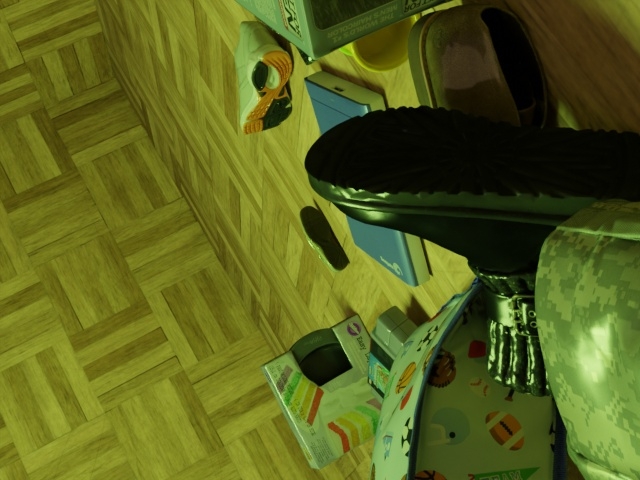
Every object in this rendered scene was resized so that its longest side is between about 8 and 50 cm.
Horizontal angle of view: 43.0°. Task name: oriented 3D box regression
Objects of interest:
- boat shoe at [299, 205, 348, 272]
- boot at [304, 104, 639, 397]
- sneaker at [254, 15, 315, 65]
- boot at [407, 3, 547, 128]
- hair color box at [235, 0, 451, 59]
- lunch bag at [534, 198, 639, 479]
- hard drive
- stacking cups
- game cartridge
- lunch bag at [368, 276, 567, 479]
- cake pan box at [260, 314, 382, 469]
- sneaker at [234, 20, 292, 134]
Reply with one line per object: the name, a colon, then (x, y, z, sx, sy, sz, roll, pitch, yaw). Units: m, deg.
boat shoe: (0.002, 0.000, 1.691, 0.153, 0.056, 0.048, 54, 160, 3)
boot: (0.159, 0.019, 0.796, 0.347, 0.131, 0.260, 12, 136, 25)
sneaker: (-0.062, -0.347, 1.257, 0.178, 0.077, 0.072, 62, 166, 2)
boot: (0.184, -0.092, 0.837, 0.115, 0.112, 0.306, 7, 121, 60)
hair color box: (-0.026, -0.349, 0.921, 0.374, 0.185, 0.114, 47, 158, 45)
lunch bag: (0.293, 0.090, 0.527, 0.256, 0.212, 0.305, 57, 167, -13)
hard drive: (0.074, -0.099, 1.298, 0.210, 0.040, 0.319, 39, 152, 56)
stacking cups: (0.018, -0.312, 1.063, 0.316, 0.096, 0.096, 51, 162, 53)
game cartridge: (0.181, 0.283, 1.508, 0.230, 0.068, 0.355, 41, 157, 23)
lunch bag: (0.194, 0.262, 1.090, 0.328, 0.238, 0.386, 111, 166, -72)
cake pan box: (0.031, 0.325, 1.786, 0.267, 0.245, 0.070, 63, 161, 3)
sneaker: (-0.114, -0.303, 1.511, 0.262, 0.099, 0.121, 111, 138, -61)
